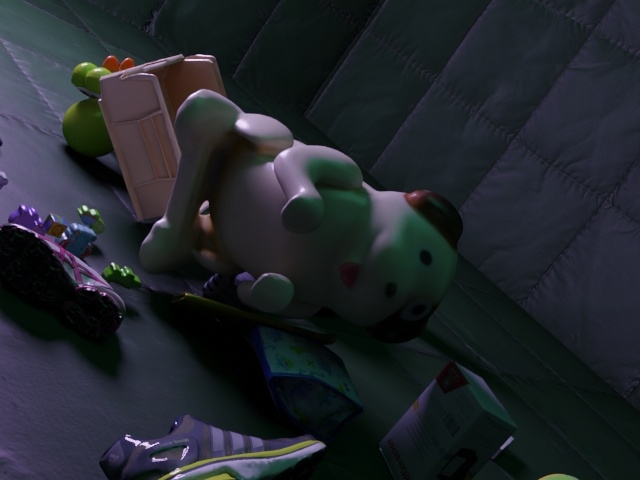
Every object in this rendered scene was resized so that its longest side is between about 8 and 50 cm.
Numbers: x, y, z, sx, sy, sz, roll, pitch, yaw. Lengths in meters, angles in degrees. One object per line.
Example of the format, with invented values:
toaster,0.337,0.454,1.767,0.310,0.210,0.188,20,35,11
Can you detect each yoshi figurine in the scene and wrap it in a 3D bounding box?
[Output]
yoshi figurine,-0.382,-0.209,1.663,0.362,0.204,0.203,38,41,-60

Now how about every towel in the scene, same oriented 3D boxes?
towel,-0.098,0.115,1.248,0.237,0.021,0.102,19,-16,-18

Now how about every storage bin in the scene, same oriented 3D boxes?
storage bin,-0.260,-0.197,1.533,0.262,0.123,0.260,-51,129,-66

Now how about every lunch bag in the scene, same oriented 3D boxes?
lunch bag,-0.030,0.192,1.179,0.151,0.096,0.129,40,9,-28

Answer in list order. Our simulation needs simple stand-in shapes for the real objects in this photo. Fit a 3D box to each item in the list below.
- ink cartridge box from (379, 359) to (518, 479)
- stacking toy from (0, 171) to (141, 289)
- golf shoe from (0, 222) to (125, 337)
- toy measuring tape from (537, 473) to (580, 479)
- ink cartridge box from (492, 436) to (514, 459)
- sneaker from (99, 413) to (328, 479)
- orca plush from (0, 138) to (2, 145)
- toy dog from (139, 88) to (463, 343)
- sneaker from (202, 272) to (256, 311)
ink cartridge box,0.179,0.282,1.217,0.072,0.175,0.127,32,13,-26
stacking toy,-0.365,-0.007,1.155,0.221,0.052,0.167,25,18,-45
golf shoe,-0.322,0.047,1.038,0.186,0.067,0.086,43,3,-12
toy measuring tape,0.329,0.398,1.322,0.330,0.121,0.121,32,13,-14
ink cartridge box,0.322,0.372,1.585,0.063,0.029,0.115,40,13,21
sneaker,-0.097,0.228,0.869,0.121,0.111,0.300,38,10,28
orca plush,-0.557,-0.186,1.294,0.151,0.102,0.287,88,-21,-47
toy dog,0.000,0.000,1.252,0.408,0.284,0.395,25,7,25
sneaker,-0.119,0.076,1.443,0.098,0.083,0.224,46,25,2
